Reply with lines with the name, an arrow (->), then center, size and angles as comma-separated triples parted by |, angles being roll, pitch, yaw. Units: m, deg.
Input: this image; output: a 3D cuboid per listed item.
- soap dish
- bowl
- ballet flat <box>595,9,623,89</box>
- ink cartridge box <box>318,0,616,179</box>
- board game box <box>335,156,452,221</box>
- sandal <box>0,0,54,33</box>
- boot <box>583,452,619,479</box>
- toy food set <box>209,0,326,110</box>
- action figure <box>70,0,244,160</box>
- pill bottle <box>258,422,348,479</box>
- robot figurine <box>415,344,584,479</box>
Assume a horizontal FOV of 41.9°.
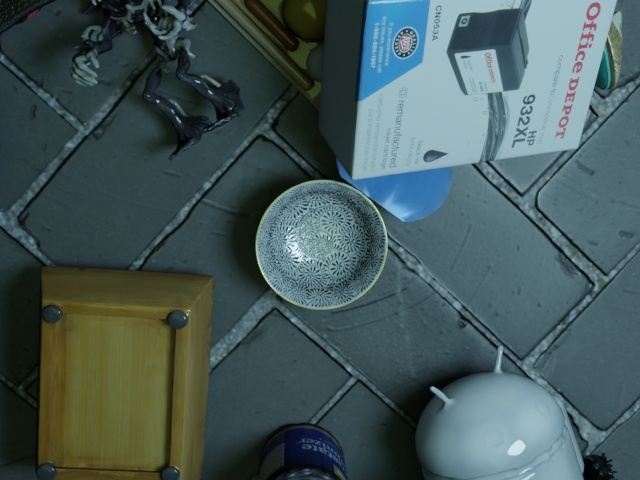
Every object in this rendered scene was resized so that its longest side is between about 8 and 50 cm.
soap dish -> -0.264, 0.186, 1.104 | 0.229, 0.118, 0.291 | 4, 100, -4
bowl -> 0.000, 0.000, 1.106 | 0.170, 0.080, 0.170 | 0, 100, -3
ballet flat -> 0.353, -0.298, 1.083 | 0.067, 0.073, 0.206 | -32, 104, -12
ink cartridge box -> 0.166, -0.211, 0.979 | 0.307, 0.129, 0.223 | -9, 128, -17
board game box -> 0.091, -0.098, 1.099 | 0.168, 0.033, 0.133 | 35, 64, -8
sandal -> -0.382, -0.304, 1.053 | 0.179, 0.040, 0.067 | -22, 97, 1
boot -> 0.398, 0.370, 1.181 | 0.045, 0.099, 0.121 | 3, 101, -5
toy food set -> -0.014, -0.319, 1.030 | 0.306, 0.092, 0.220 | 44, 103, -10
action figure -> -0.213, -0.244, 1.019 | 0.164, 0.141, 0.276 | -27, 105, 29
pill bottle -> -0.022, 0.333, 1.090 | 0.122, 0.219, 0.123 | 0, 99, -3
robot figurine -> 0.246, 0.326, 1.113 | 0.300, 0.199, 0.353 | -27, 103, -39
